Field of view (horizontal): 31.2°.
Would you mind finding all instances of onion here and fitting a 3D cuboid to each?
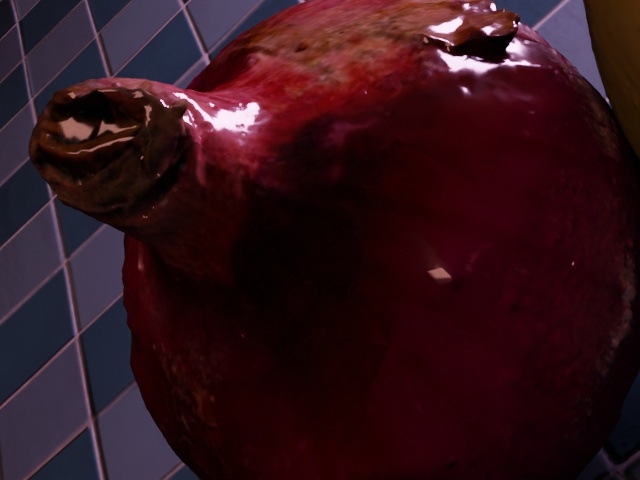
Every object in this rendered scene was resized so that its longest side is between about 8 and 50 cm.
[{"bbox_3d":[0.000,0.000,0.652,0.348,0.385,0.348,-15,66,36],"label":"onion"}]

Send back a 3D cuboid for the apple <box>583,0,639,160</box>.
[{"bbox_3d":[0.277,-0.120,0.514,0.311,0.320,0.360,-33,50,19],"label":"apple"}]
